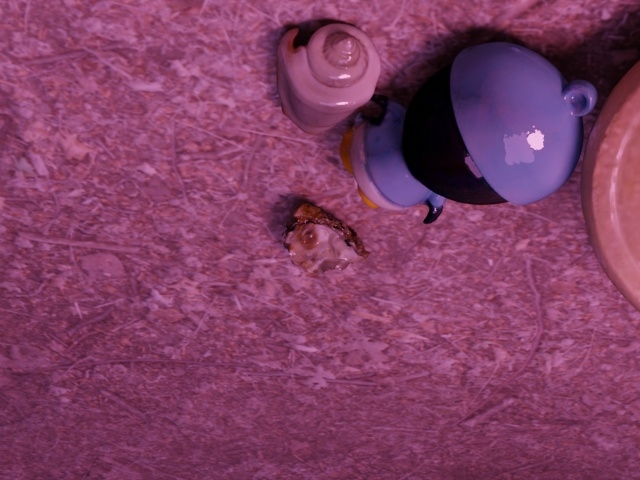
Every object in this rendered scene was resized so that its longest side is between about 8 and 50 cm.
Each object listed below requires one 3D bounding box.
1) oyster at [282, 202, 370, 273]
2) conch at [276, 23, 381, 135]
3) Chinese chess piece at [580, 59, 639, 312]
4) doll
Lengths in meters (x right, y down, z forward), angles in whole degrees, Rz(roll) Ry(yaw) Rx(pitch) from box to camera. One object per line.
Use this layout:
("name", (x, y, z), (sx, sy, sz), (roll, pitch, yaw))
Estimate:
("oyster", (0.003, -0.006, 1.574), (0.103, 0.051, 0.148), (-5, 157, 10))
("conch", (0.003, -0.173, 1.350), (0.104, 0.094, 0.176), (-1, 172, -13))
("Chinese chess piece", (0.429, -0.053, 1.240), (0.338, 0.140, 0.338), (3, 99, 17))
("doll", (0.158, -0.113, 1.342), (0.314, 0.141, 0.177), (-14, 110, 43))
